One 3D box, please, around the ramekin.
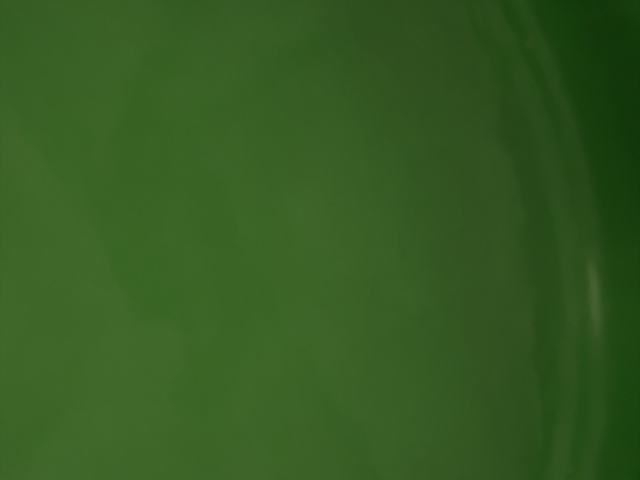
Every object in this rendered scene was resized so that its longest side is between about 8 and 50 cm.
[{"bbox_3d":[0.000,0.000,0.278,0.303,0.303,0.148,-8,177,-39],"label":"ramekin"}]
